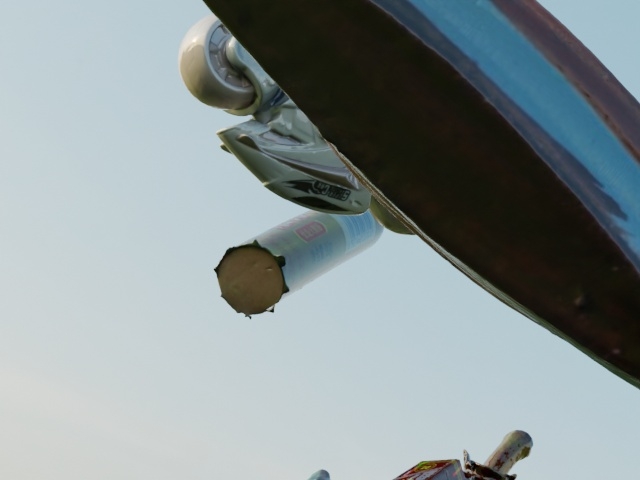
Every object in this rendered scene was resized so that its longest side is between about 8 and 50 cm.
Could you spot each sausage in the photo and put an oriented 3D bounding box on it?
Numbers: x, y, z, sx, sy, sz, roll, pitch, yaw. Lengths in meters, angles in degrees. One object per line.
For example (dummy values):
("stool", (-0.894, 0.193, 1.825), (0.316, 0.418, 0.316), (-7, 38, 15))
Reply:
("sausage", (0.000, 0.000, 1.711), (0.082, 0.082, 0.371), (16, 17, 18))

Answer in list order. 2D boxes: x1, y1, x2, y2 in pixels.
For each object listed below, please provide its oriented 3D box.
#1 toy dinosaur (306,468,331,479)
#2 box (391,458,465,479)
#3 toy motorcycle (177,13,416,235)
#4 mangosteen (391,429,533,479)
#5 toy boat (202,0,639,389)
("toy dinosaur", (-0.181, 0.404, 1.777), (0.331, 0.383, 0.129), (-10, -57, 34))
("box", (0.033, 0.126, 0.637), (0.023, 0.051, 0.082), (-10, 9, 40))
("toy motorcycle", (-0.005, -0.075, 1.203), (0.254, 0.112, 0.112), (34, -20, -21))
("mangosteen", (0.169, 0.328, 1.785), (0.235, 0.261, 0.235), (24, -11, 5))
("toy boat", (0.039, -0.081, 0.768), (0.392, 0.136, 0.079), (44, 31, 10))
